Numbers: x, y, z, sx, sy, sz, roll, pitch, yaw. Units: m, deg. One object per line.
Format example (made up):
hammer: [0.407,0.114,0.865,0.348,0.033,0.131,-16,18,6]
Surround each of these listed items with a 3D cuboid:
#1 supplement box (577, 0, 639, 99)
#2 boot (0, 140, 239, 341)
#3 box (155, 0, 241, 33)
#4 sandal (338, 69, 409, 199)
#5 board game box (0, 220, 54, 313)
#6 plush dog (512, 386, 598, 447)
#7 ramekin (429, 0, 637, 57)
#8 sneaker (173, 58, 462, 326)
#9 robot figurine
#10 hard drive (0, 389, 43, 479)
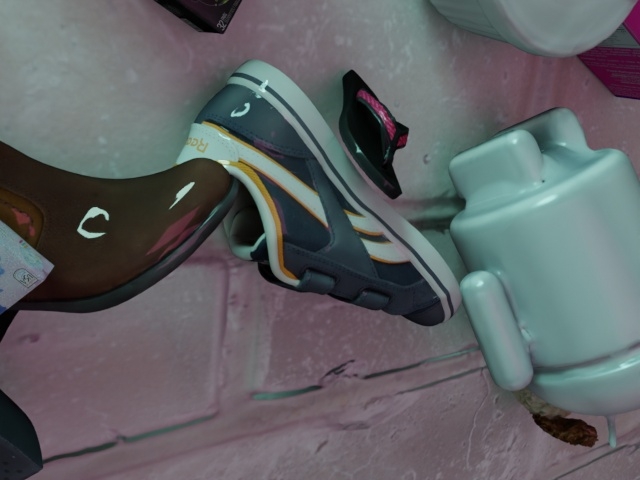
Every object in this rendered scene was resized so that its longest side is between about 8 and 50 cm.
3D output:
supplement box: [0.381,-0.264,0.736,0.220,0.114,0.111,24,93,-39]
boot: [-0.219,-0.079,0.377,0.264,0.096,0.280,-20,119,7]
box: [-0.088,-0.211,0.468,0.062,0.052,0.083,28,91,-38]
sandal: [0.049,-0.105,0.531,0.040,0.179,0.067,-32,125,24]
board game box: [-0.224,0.013,0.361,0.090,0.020,0.090,-35,116,15]
plush dog: [0.361,0.154,0.859,0.225,0.210,0.262,-23,91,-10]
ramekin: [0.200,-0.319,0.581,0.273,0.127,0.272,-13,114,-30]
sneaker: [0.000,0.000,0.562,0.321,0.126,0.127,46,74,-25]
robot figurine: [0.277,0.039,0.675,0.300,0.200,0.353,-27,94,-24]
hard drive: [-0.319,0.097,0.377,0.172,0.054,0.254,-31,123,11]
